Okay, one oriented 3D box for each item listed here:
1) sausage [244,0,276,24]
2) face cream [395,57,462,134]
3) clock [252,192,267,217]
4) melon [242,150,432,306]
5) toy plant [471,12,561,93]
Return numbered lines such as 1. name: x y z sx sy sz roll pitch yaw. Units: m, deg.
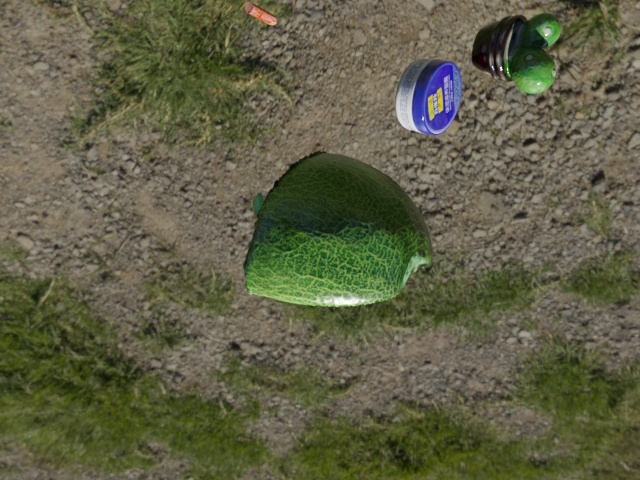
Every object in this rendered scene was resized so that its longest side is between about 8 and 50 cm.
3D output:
1. sausage: -0.170 -0.664 1.624 0.034 0.129 0.034 0 90 32
2. face cream: 0.305 -0.410 1.571 0.111 0.206 0.206 21 139 38
3. clock: 0.000 0.000 1.107 0.255 0.220 0.106 -9 162 -8
4. melon: 0.046 -0.025 0.670 0.169 0.265 0.129 19 123 28
5. toy plant: 0.539 -0.512 1.501 0.235 0.218 0.175 19 -179 40
